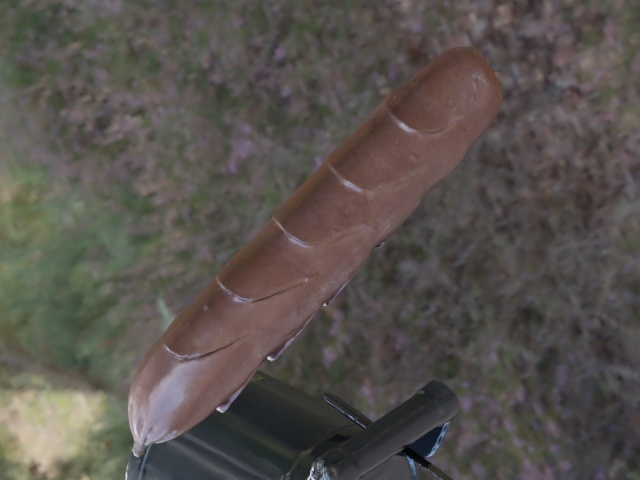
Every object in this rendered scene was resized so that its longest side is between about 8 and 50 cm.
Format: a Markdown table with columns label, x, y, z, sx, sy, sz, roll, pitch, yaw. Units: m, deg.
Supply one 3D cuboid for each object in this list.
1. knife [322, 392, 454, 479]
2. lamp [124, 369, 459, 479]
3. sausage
| label | x | y | z | sx | sy | sz | roll | pitch | yaw |
| --- | --- | --- | --- | --- | --- | --- | --- | --- | --- |
| knife | 0.069 | 0.181 | 1.371 | 0.170 | 0.023 | 0.010 | 34 | 105 | 25 |
| lamp | -0.053 | 0.230 | 1.486 | 0.272 | 0.205 | 0.374 | 37 | 136 | 26 |
| sausage | -0.002 | -0.001 | 1.206 | 0.088 | 0.433 | 0.088 | 38 | 162 | 14 |
